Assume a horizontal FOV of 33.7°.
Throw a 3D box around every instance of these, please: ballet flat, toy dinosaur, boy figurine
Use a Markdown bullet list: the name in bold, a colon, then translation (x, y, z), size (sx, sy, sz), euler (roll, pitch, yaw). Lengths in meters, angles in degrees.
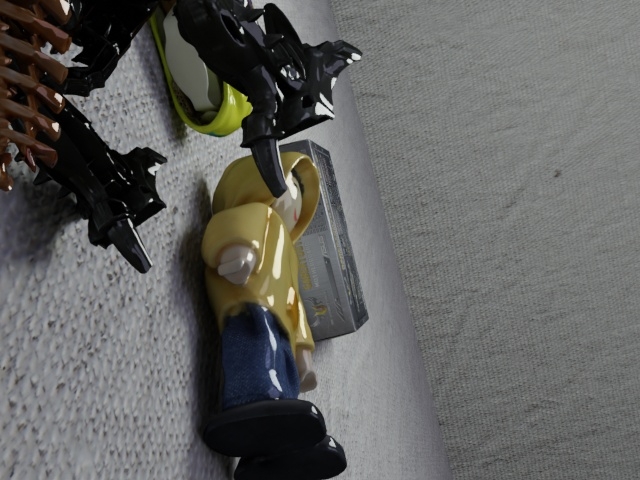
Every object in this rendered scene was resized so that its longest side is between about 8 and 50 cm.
- **ballet flat**: translation (-0.105, -0.189, 0.809), size (0.077, 0.077, 0.231), euler (-46, 124, -65)
- **toy dinosaur**: translation (-0.114, -0.109, 0.477), size (0.218, 0.164, 0.322), euler (55, 36, -29)
- **boy figurine**: translation (-0.037, 0.047, 0.805), size (0.177, 0.092, 0.285), euler (65, 16, -44)

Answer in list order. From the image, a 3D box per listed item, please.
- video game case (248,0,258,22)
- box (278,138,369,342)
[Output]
- **video game case**: translation (-0.106, -0.255, 1.013), size (0.210, 0.041, 0.232), euler (-83, 158, -69)
- **box**: translation (0.000, 0.000, 1.286), size (0.183, 0.056, 0.231), euler (-8, 84, -82)
